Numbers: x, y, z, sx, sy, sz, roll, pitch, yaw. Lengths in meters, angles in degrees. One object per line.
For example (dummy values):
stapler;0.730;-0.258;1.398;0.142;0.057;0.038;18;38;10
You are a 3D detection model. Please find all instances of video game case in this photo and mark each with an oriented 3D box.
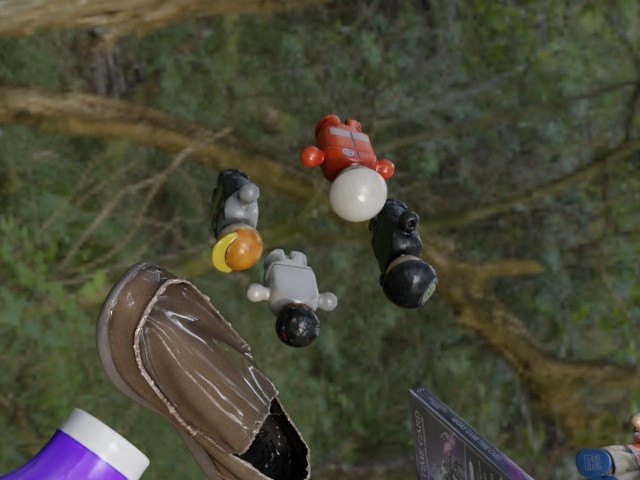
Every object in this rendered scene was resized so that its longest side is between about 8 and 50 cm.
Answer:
video game case;0.182;0.306;1.443;0.274;0.026;0.196;-141;-141;-58

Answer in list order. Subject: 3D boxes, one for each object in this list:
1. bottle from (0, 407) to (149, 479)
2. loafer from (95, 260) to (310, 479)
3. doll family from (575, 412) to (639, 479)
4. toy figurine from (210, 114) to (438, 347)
bottle;-0.223;0.244;0.843;0.283;0.092;0.118;-55;165;-16
loafer;-0.105;0.154;1.363;0.133;0.130;0.366;-61;140;-25
doll family;0.328;0.276;1.095;0.163;0.118;0.262;3;77;-45
toy figurine;0.000;0.000;1.345;0.148;0.210;0.213;-105;168;-50
